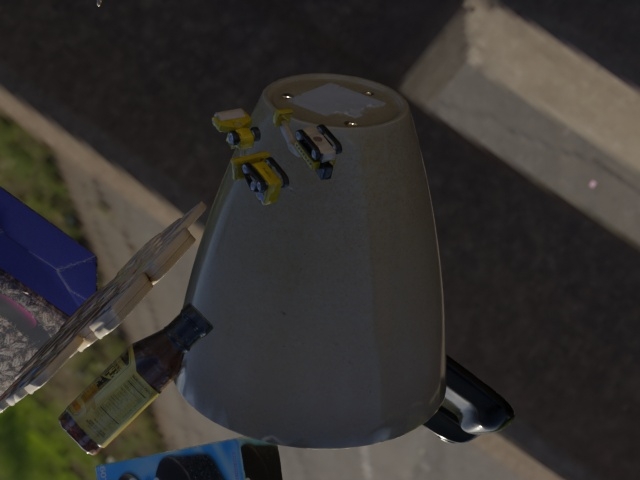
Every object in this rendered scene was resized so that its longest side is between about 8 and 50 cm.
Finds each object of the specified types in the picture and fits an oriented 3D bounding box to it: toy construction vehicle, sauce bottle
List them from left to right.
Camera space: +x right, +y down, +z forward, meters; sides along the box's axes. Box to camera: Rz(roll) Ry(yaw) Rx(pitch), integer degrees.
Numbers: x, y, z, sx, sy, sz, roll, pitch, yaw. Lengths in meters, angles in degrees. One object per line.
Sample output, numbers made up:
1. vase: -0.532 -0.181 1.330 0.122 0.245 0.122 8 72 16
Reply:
1. sauce bottle: -0.131 0.098 1.171 0.042 0.128 0.042 45 174 6
2. toy construction vehicle: -0.035 -0.065 1.237 0.098 0.086 0.035 49 143 38

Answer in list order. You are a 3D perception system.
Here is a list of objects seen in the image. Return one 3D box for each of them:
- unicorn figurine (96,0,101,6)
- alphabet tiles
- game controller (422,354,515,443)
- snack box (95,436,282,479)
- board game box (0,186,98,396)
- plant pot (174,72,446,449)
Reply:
1. unicorn figurine: -0.083 -0.197 0.938 0.060 0.111 0.162 66 168 -3
2. alphabet tiles: -0.229 0.074 1.701 0.021 0.278 0.284 46 147 -9
3. game controller: 0.061 0.106 1.718 0.319 0.067 0.166 36 156 -6
4. snack box: -0.102 0.349 1.469 0.187 0.322 0.060 -16 168 38
5. board game box: -0.452 0.080 1.966 0.291 0.141 0.232 -32 131 23
6. plant pot: 0.000 0.000 1.443 0.256 0.256 0.274 23 122 32
